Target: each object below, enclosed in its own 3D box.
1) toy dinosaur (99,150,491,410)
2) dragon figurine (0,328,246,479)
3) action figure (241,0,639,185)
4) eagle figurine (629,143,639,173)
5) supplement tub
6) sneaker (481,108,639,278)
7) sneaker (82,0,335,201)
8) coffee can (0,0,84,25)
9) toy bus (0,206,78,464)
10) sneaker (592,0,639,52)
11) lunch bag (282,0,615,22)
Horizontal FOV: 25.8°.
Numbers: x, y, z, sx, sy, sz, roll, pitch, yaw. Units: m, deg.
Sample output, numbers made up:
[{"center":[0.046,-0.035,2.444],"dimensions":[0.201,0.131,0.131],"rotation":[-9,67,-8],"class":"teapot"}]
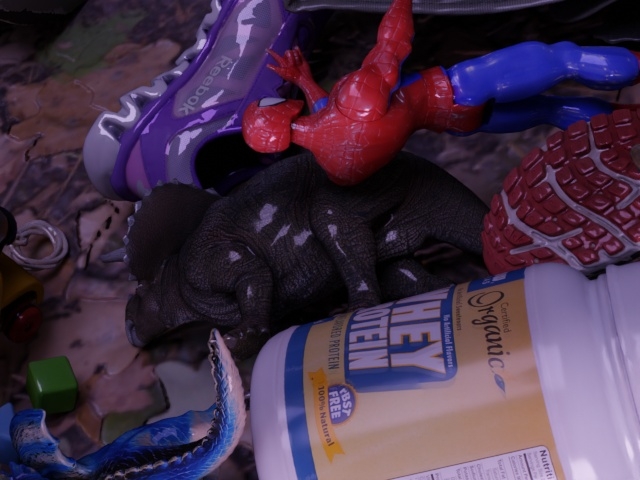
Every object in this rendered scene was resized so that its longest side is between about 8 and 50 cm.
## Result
[{"center":[0.000,0.000,0.824],"dimensions":[0.313,0.121,0.160],"rotation":[-22,55,12],"class":"toy dinosaur"},{"center":[-0.115,0.130,0.724],"dimensions":[0.144,0.289,0.085],"rotation":[-4,71,-13],"class":"dragon figurine"},{"center":[0.078,-0.109,0.813],"dimensions":[0.280,0.091,0.139],"rotation":[-12,55,-19],"class":"action figure"},{"center":[0.331,0.019,0.642],"dimensions":[0.298,0.225,0.226],"rotation":[-14,89,-23],"class":"eagle figurine"},{"center":[0.080,0.093,0.697],"dimensions":[0.200,0.144,0.144],"rotation":[-15,50,14],"class":"supplement tub"},{"center":[0.196,-0.026,0.765],"dimensions":[0.225,0.092,0.088],"rotation":[-25,51,-1],"class":"sneaker"},{"center":[-0.047,-0.102,0.948],"dimensions":[0.104,0.095,0.236],"rotation":[34,79,32],"class":"sneaker"},{"center":[-0.327,-0.295,1.143],"dimensions":[0.275,0.201,0.201],"rotation":[15,63,33],"class":"coffee can"},{"center":[-0.245,0.028,0.867],"dimensions":[0.191,0.104,0.202],"rotation":[3,48,-16],"class":"toy bus"},{"center":[0.241,-0.181,0.893],"dimensions":[0.089,0.051,0.170],"rotation":[9,62,27],"class":"sneaker"},{"center":[0.124,-0.253,0.891],"dimensions":[0.287,0.169,0.235],"rotation":[0,37,3],"class":"lunch bag"}]
